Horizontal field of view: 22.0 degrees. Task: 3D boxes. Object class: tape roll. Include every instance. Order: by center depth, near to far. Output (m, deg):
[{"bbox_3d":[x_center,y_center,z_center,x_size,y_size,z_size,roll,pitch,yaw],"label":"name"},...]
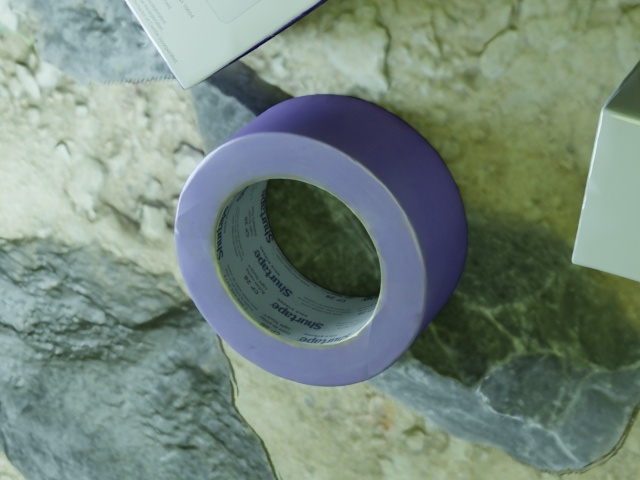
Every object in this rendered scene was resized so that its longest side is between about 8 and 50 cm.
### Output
[{"bbox_3d":[0.000,0.000,1.133,0.189,0.080,0.189,12,118,23],"label":"tape roll"}]

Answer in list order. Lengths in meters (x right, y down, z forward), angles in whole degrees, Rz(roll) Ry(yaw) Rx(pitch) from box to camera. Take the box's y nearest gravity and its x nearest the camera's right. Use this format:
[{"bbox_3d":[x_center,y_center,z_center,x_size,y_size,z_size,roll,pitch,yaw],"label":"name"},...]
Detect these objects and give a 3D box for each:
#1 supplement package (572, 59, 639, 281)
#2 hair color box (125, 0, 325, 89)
[{"bbox_3d":[0.254,-0.027,0.974,0.179,0.105,0.105,18,121,18],"label":"supplement package"},{"bbox_3d":[0.004,-0.256,0.989,0.339,0.110,0.185,-29,97,36],"label":"hair color box"}]
